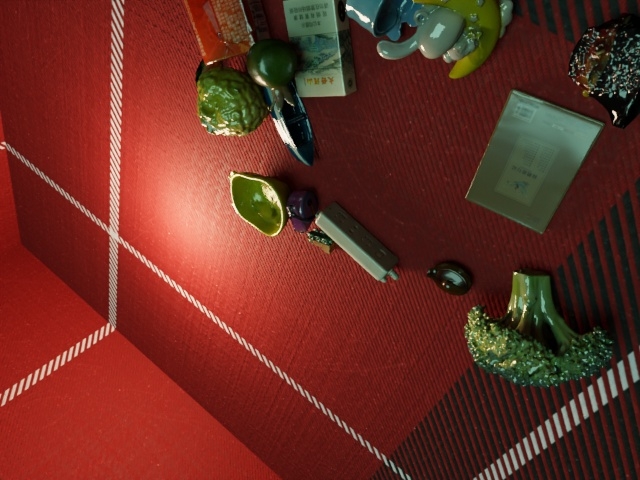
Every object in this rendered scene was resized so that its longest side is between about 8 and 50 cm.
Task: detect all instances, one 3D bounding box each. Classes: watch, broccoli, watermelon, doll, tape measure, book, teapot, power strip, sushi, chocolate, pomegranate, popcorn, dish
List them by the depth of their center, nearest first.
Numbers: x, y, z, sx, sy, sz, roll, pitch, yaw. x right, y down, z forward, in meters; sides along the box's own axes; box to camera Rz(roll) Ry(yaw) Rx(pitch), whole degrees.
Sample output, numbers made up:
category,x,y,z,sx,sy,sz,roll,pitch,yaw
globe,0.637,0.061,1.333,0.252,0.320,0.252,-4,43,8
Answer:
category,x,y,z,sx,sy,sz,roll,pitch,yaw
sushi,0.579,-0.352,0.975,0.150,0.153,0.172,37,158,38
doll,0.286,-0.474,1.107,0.237,0.111,0.252,16,140,-23
watch,0.148,-0.557,1.145,0.210,0.193,0.211,18,124,29
book,0.506,-0.185,1.217,0.216,0.021,0.311,29,131,20
broccoli,0.545,0.251,1.297,0.375,0.249,0.302,5,122,42
pomegranate,-0.123,-0.458,1.375,0.152,0.131,0.191,40,155,62
teapot,0.377,0.116,1.463,0.129,0.078,0.098,27,130,23
chocolate,-0.275,-0.666,1.470,0.234,0.108,0.238,0,117,38
popcorn,-0.258,-0.427,1.554,0.237,0.251,0.206,-155,68,-69
power strip,0.121,0.008,1.582,0.338,0.098,0.058,43,131,8
watermelon,-0.354,-0.556,1.633,0.094,0.125,0.135,26,116,-15
tape measure,-0.063,-0.103,1.637,0.074,0.125,0.118,5,133,30
dish,-0.189,-0.146,1.716,0.262,0.108,0.221,26,133,31

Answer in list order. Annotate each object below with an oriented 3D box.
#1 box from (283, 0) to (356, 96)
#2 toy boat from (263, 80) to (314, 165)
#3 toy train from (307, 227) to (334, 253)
category,x,y,z,sx,sy,sz,roll,pitch,yaw
box,0.000,-0.529,1.364,0.164,0.069,0.257,9,121,34
toy boat,-0.091,-0.364,1.522,0.061,0.096,0.299,-3,114,47
toy train,0.000,0.000,1.713,0.103,0.044,0.064,21,138,26
